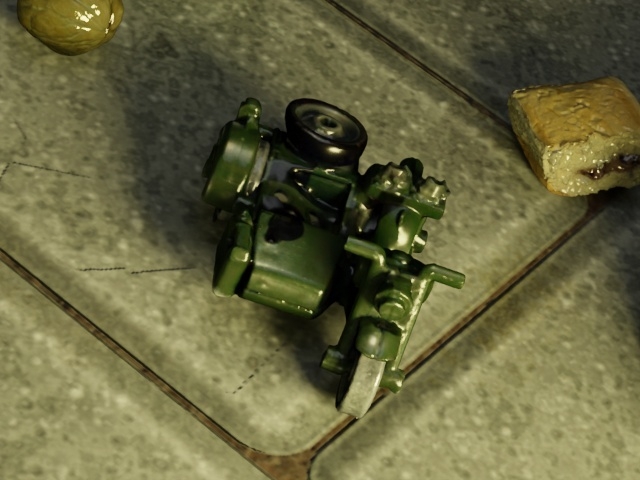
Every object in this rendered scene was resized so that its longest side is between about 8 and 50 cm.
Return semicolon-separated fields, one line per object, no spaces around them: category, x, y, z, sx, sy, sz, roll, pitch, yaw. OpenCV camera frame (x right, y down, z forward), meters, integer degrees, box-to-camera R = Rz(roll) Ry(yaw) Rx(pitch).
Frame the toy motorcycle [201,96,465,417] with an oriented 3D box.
toy motorcycle;0.000;0.000;1.508;0.205;0.127;0.275;19;38;-7

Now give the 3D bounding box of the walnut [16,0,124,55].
walnut;-0.217;-0.201;1.665;0.092;0.092;0.092;12;42;-11

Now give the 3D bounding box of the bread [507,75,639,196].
bread;0.238;-0.092;1.739;0.125;0.082;0.106;-9;39;-16
